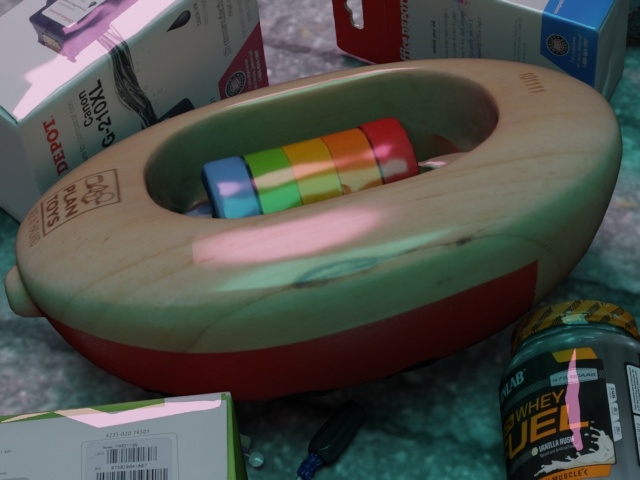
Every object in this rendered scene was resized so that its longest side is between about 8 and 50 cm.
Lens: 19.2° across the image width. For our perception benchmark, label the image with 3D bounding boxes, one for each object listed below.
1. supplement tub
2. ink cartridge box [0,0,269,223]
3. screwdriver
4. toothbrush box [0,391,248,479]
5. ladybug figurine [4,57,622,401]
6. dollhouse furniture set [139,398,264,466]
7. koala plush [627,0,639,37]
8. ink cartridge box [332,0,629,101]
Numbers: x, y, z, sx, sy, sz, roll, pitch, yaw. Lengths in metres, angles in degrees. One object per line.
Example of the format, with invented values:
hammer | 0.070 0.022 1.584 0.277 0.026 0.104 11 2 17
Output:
supplement tub | 0.184 0.143 1.299 0.117 0.117 0.190 -4 54 2
ink cartridge box | -0.163 -0.129 1.489 0.237 0.172 0.100 -40 61 -21
screwdriver | -0.021 0.180 1.349 0.025 0.024 0.170 8 52 46
toothbrush box | -0.138 0.223 1.166 0.206 0.283 0.122 -6 53 1
ladybug figurine | 0.000 0.000 1.361 0.449 0.162 0.305 -13 29 -3
dollhouse furniture set | -0.097 0.180 1.363 0.081 0.091 0.114 24 78 -26
koala plush | 0.255 -0.294 1.594 0.196 0.203 0.221 -20 33 5
ink cartridge box | 0.127 -0.184 1.526 0.231 0.134 0.078 21 59 18
